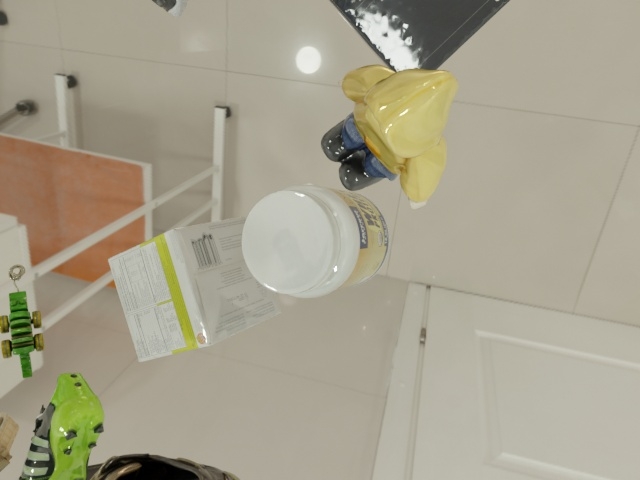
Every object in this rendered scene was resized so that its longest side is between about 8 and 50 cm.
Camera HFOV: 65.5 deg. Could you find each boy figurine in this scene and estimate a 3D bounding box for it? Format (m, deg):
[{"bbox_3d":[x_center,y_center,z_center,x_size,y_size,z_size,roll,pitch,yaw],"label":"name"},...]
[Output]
[{"bbox_3d":[0.077,-0.113,0.559,0.092,0.285,0.177,-31,97,-5],"label":"boy figurine"}]

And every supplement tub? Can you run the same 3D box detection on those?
[{"bbox_3d":[0.000,0.000,1.054,0.228,0.316,0.228,1,92,24],"label":"supplement tub"}]

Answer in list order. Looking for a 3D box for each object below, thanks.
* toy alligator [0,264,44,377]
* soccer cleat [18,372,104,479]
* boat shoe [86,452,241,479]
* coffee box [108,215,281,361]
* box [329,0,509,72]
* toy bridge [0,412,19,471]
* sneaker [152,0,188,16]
[{"bbox_3d":[-0.469,0.117,0.776,0.051,0.056,0.189,-42,59,55],"label":"toy alligator"},{"bbox_3d":[-0.263,0.209,0.495,0.072,0.060,0.179,47,114,37],"label":"soccer cleat"},{"bbox_3d":[-0.286,0.376,0.756,0.355,0.132,0.130,-10,130,17],"label":"boat shoe"},{"bbox_3d":[-0.387,0.146,1.558,0.334,0.338,0.338,-20,87,33],"label":"coffee box"},{"bbox_3d":[0.197,-0.546,1.005,0.343,0.179,0.312,-41,113,17],"label":"box"},{"bbox_3d":[-0.365,0.219,0.542,0.188,0.063,0.026,-13,116,45],"label":"toy bridge"},{"bbox_3d":[-0.378,-0.641,1.123,0.153,0.101,0.268,19,152,-6],"label":"sneaker"}]
